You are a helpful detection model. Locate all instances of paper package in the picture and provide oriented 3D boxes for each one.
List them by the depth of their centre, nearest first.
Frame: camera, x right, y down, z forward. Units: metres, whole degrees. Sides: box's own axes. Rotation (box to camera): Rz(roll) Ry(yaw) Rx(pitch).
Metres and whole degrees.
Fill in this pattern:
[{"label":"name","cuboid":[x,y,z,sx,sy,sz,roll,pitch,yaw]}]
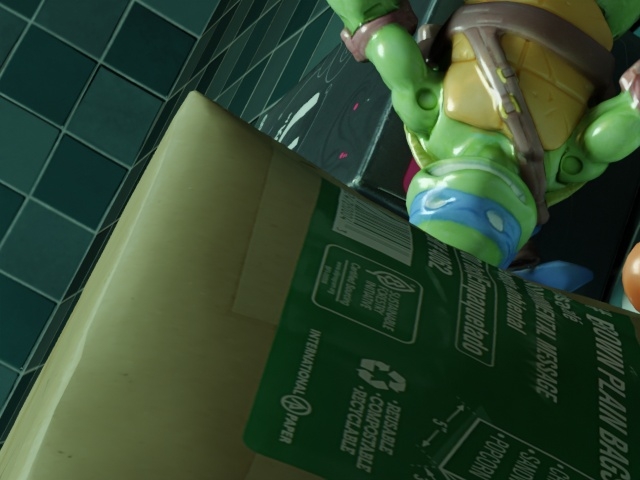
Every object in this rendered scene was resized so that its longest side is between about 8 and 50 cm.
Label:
[{"label":"paper package","cuboid":[-0.042,0.172,0.415,0.309,0.168,0.325,-60,7,25]}]

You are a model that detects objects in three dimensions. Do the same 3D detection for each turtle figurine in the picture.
[{"label":"turtle figurine","cuboid":[0.094,-0.135,0.756,0.197,0.275,0.266,-11,37,35]}]

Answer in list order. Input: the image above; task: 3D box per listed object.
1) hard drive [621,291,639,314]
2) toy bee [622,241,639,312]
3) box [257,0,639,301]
[{"label":"hard drive","cuboid":[0.231,-0.084,0.643,0.307,0.040,0.203,-36,27,62]},{"label":"toy bee","cuboid":[0.152,0.042,0.403,0.298,0.162,0.195,-35,30,62]},{"label":"box","cuboid":[0.047,-0.019,0.980,0.270,0.143,0.165,-37,27,59]}]
